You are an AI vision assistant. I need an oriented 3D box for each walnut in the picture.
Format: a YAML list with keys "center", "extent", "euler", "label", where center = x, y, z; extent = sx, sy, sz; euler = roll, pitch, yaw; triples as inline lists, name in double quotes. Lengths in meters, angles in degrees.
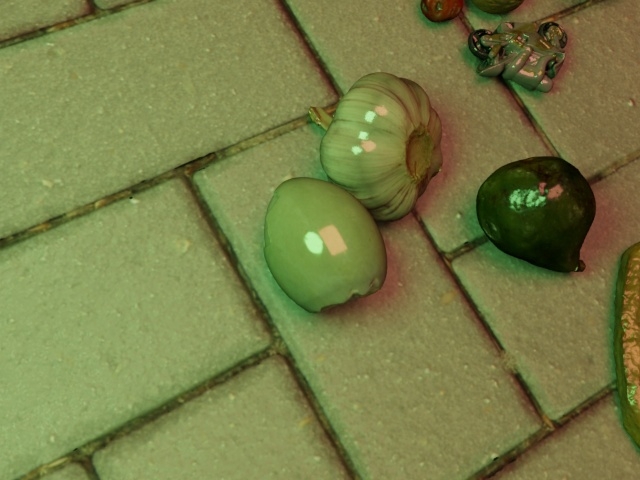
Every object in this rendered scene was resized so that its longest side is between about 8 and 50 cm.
- center: [0.354, -0.507, 1.498]
  extent: [0.124, 0.105, 0.105]
  euler: [-8, 72, -12]
  label: "walnut"

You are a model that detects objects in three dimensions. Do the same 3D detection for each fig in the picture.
- center: [0.384, -0.030, 1.280]
  extent: [0.195, 0.195, 0.245]
  euler: [-36, 104, -23]
  label: "fig"

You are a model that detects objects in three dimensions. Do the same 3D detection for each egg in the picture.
- center: [0.000, 0.000, 1.167]
  extent: [0.183, 0.183, 0.217]
  euler: [-20, 83, -20]
  label: "egg"

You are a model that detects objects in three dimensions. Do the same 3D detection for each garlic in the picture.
- center: [0.071, -0.176, 1.268]
  extent: [0.253, 0.245, 0.245]
  euler: [24, 59, 37]
  label: "garlic"

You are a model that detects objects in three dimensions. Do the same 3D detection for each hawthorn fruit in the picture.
- center: [0.238, -0.475, 1.461]
  extent: [0.093, 0.093, 0.093]
  euler: [5, 68, -12]
  label: "hawthorn fruit"

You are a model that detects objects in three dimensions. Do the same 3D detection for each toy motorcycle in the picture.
- center: [0.402, -0.357, 1.466]
  extent: [0.225, 0.073, 0.152]
  euler: [-10, 75, -18]
  label: "toy motorcycle"

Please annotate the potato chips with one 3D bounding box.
- center: [0.552, 0.172, 1.306]
  extent: [0.080, 0.057, 0.407]
  euler: [12, 67, -6]
  label: "potato chips"
